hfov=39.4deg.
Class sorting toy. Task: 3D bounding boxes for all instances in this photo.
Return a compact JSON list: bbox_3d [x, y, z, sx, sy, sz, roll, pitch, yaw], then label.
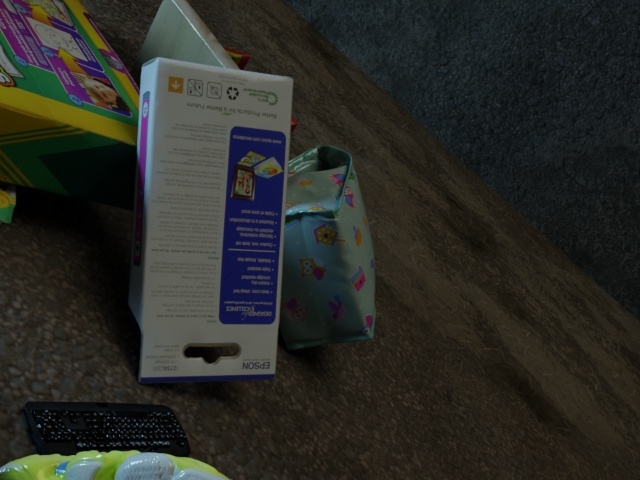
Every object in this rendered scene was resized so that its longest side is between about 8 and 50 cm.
[{"bbox_3d":[-0.167,-0.170,1.279,0.089,0.257,0.255,-17,62,-45],"label":"sorting toy"}]

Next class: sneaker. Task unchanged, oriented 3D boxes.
[{"bbox_3d":[-0.150,0.215,0.751,0.126,0.240,0.091,24,71,-72],"label":"sneaker"}]

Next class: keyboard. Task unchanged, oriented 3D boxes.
[{"bbox_3d":[-0.198,0.197,0.898,0.192,0.038,0.100,13,38,-51],"label":"keyboard"}]

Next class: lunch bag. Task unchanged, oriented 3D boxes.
[{"bbox_3d":[0.000,0.000,1.328,0.262,0.160,0.223,-76,154,-61],"label":"lunch bag"}]

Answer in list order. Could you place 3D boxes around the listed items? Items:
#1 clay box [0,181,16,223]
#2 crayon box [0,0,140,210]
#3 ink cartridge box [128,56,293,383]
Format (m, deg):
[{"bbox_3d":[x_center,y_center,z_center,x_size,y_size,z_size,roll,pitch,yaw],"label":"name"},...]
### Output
[{"bbox_3d":[-0.413,-0.099,1.016,0.127,0.053,0.222,31,26,-34],"label":"clay box"},{"bbox_3d":[-0.375,-0.215,1.089,0.313,0.106,0.363,13,36,-56],"label":"crayon box"},{"bbox_3d":[-0.130,-0.020,1.062,0.176,0.370,0.069,3,-2,-29],"label":"ink cartridge box"}]
